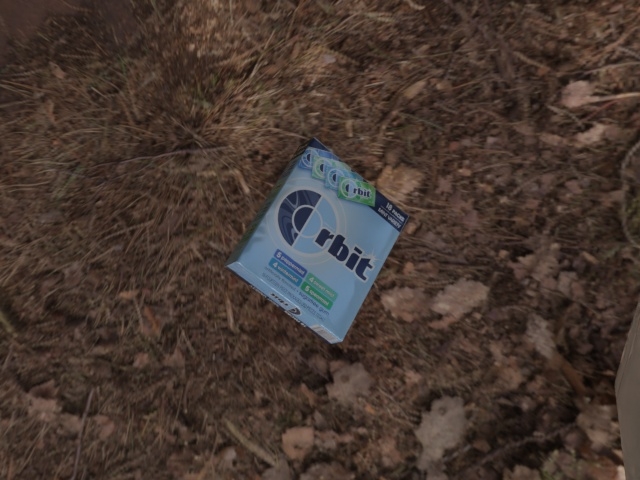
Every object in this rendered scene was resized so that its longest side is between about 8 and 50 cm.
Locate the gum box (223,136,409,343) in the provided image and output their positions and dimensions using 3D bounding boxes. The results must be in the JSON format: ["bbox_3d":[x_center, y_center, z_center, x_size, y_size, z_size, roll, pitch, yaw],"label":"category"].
[{"bbox_3d":[0.000,0.000,1.047,0.157,0.041,0.184,38,64,-16],"label":"gum box"}]

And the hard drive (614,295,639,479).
[{"bbox_3d":[0.330,0.148,0.832,0.047,0.353,0.233,11,116,8],"label":"hard drive"}]
